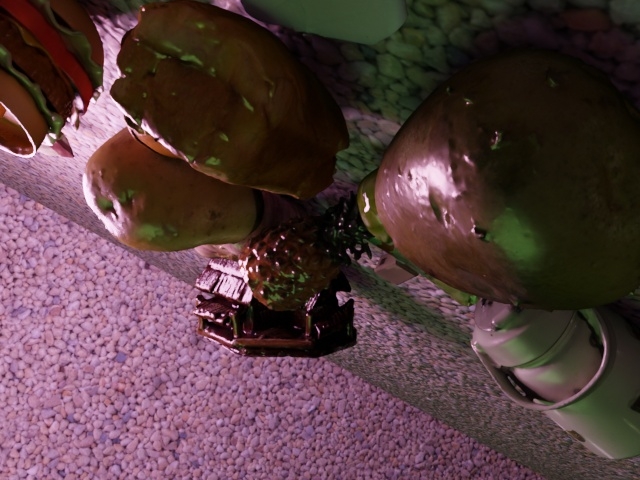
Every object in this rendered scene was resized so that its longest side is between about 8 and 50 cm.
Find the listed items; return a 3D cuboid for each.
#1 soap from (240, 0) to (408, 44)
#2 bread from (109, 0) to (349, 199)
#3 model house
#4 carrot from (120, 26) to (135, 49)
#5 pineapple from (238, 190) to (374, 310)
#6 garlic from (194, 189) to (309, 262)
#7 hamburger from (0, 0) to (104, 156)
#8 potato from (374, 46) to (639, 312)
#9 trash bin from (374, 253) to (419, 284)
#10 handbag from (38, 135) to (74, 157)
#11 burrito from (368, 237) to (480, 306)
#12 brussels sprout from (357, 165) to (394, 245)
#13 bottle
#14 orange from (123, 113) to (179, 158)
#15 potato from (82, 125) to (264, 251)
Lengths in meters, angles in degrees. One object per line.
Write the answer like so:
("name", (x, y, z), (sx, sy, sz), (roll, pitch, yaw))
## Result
("soap", (-0.016, -0.283, 0.504), (0.173, 0.095, 0.289), (19, 162, 22))
("bread", (-0.080, -0.155, 0.775), (0.195, 0.148, 0.344), (37, -171, 13))
("model house", (-0.095, 0.103, 1.529), (0.317, 0.297, 0.282), (21, 119, 34))
("carrot", (-0.219, -0.275, 0.913), (0.055, 0.055, 0.161), (37, 154, -31))
("pineapple", (0.000, 0.000, 1.138), (0.279, 0.157, 0.158), (-35, 128, 22))
("garlic", (-0.132, -0.034, 1.324), (0.245, 0.160, 0.245), (-2, 171, 0))
("hamburger", (-0.435, -0.270, 0.961), (0.274, 0.212, 0.274), (27, 156, 13))
("potato", (0.195, -0.046, 0.701), (0.270, 0.219, 0.359), (39, 169, -6))
("trash bin", (0.156, 0.051, 1.335), (0.061, 0.043, 0.092), (30, 159, -12))
("handbag", (-0.665, -0.264, 1.474), (0.235, 0.127, 0.213), (16, 162, 37))
("burrito", (0.204, 0.040, 1.215), (0.288, 0.054, 0.104), (35, 159, -21))
("brussels sprout", (0.122, -0.046, 0.966), (0.155, 0.117, 0.155), (29, 156, 14))
("bottle", (0.391, 0.175, 1.080), (0.352, 0.229, 0.229), (39, 161, -14))
("orange", (-0.208, -0.192, 0.995), (0.157, 0.134, 0.156), (9, 142, 7))
("potato", (-0.261, -0.085, 1.123), (0.285, 0.242, 0.242), (52, 165, 9))
